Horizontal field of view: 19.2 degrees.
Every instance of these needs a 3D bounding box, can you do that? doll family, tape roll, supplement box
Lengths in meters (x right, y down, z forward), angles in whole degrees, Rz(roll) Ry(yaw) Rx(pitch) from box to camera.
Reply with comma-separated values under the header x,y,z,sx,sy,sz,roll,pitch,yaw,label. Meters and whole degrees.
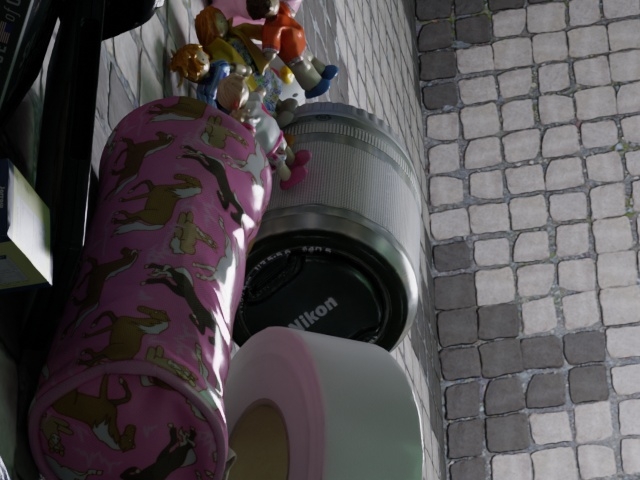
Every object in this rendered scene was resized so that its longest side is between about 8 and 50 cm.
x,y,z,sx,sy,sz,roll,pitch,yaw,label
-0.088,-0.164,2.018,0.163,0.118,0.263,50,31,-27,doll family
-0.019,0.223,1.698,0.286,0.100,0.286,-38,-134,53,tape roll
-0.227,-0.005,1.230,0.083,0.083,0.056,63,21,-62,supplement box

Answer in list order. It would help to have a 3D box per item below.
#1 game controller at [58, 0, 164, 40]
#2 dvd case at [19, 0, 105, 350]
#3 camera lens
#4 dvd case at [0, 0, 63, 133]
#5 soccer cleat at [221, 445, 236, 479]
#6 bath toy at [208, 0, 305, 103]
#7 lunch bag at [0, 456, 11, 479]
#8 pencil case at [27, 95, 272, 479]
x,y,z,sx,sy,sz,roll,pitch,yaw,label
-0.196,-0.323,1.546,0.067,0.166,0.319,-9,92,-38,game controller
-0.190,-0.068,1.393,0.180,0.022,0.253,121,-26,-59,dvd case
0.000,0.000,2.083,0.274,0.219,0.219,-84,163,-54,camera lens
-0.201,-0.188,1.341,0.179,0.030,0.238,-77,-172,-62,dvd case
-0.114,0.180,1.716,0.068,0.076,0.196,57,27,-67,soccer cleat
-0.072,-0.309,2.199,0.151,0.129,0.348,-5,88,-80,bath toy
-0.227,0.148,1.159,0.067,0.065,0.098,-87,165,-49,lunch bag
-0.131,0.047,1.517,0.167,0.160,0.386,52,24,-27,pencil case
